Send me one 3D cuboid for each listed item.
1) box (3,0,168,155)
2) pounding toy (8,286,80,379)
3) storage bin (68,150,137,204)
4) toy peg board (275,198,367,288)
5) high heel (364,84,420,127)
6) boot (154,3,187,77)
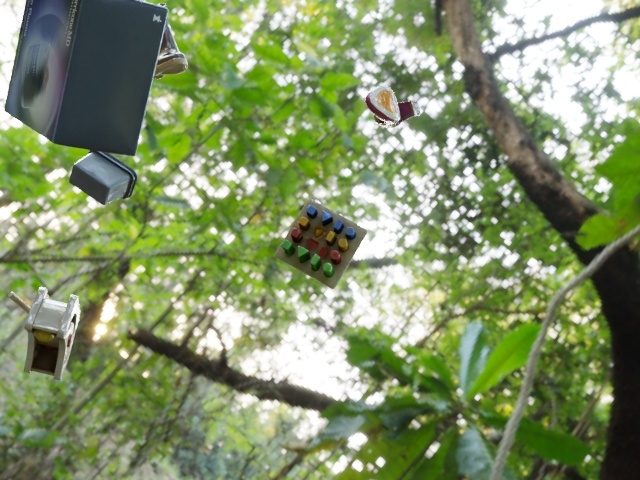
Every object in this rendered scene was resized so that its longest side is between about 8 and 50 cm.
[{"bbox_3d":[-0.467,-0.350,1.731,0.183,0.296,0.294,6,14,-40],"label":"box"},{"bbox_3d":[-0.588,0.191,1.819,0.155,0.154,0.269,15,-21,-8],"label":"pounding toy"},{"bbox_3d":[-0.513,-0.139,2.047,0.135,0.091,0.098,34,-56,9],"label":"storage bin"},{"bbox_3d":[0.000,0.000,2.024,0.161,0.160,0.079,29,-10,10],"label":"toy peg board"},{"bbox_3d":[0.127,-0.292,1.982,0.117,0.244,0.082,-13,-89,29],"label":"high heel"},{"bbox_3d":[-0.458,-0.585,2.565,0.248,0.090,0.206,4,-82,61],"label":"boot"}]
